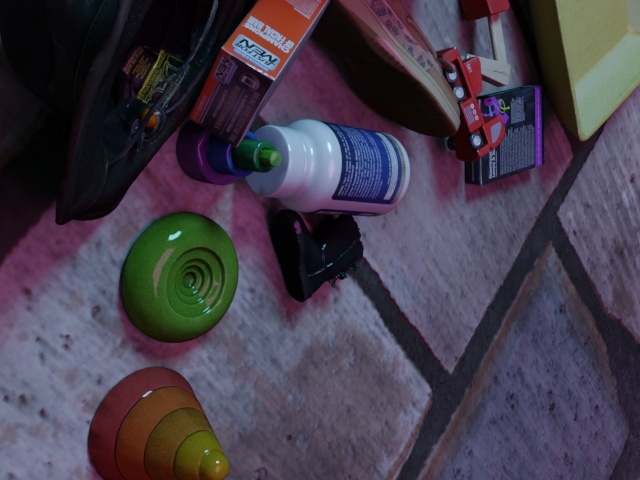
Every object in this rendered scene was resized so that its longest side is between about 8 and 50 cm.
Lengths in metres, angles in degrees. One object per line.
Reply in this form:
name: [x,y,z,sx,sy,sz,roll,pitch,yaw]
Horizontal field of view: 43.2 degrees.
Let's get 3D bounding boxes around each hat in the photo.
hat: [-0.147,-0.166,0.584,0.134,0.331,0.331,34,70,-3]

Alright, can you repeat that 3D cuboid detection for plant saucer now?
plant saucer: [0.398,-0.365,1.174,0.333,0.081,0.333,-41,125,-31]

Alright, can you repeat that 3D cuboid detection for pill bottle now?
pill bottle: [0.006,-0.074,0.831,0.169,0.094,0.094,2,98,-46]

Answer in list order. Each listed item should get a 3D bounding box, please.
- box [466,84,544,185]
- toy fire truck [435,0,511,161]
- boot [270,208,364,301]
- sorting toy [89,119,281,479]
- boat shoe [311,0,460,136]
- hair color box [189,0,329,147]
box: [0.256,-0.148,1.116,0.162,0.029,0.116,-19,111,-43]
toy fire truck: [0.195,-0.210,1.005,0.135,0.047,0.192,-33,108,-26]
boot: [0.000,0.000,0.878,0.099,0.045,0.121,-35,129,-32]
sorting toy: [-0.100,0.069,0.735,0.127,0.126,0.366,12,91,-46]
boat shoe: [0.071,-0.215,0.859,0.285,0.104,0.089,42,67,-40]
hair color box: [-0.047,-0.172,0.719,0.053,0.093,0.167,31,49,-7]
